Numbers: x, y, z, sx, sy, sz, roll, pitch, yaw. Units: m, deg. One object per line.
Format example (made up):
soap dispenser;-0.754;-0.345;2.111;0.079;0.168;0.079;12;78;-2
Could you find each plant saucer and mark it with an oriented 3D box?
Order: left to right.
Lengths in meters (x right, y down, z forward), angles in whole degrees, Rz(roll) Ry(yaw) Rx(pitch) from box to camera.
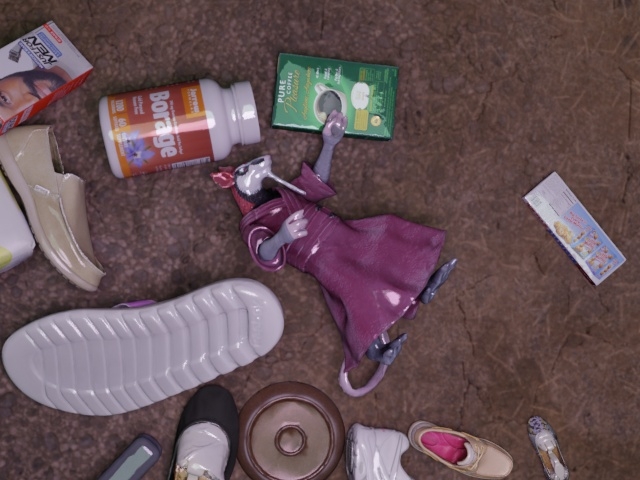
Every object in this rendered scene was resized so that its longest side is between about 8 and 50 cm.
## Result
plant saucer;-0.045;0.295;1.468;0.169;0.029;0.168;0;88;-7

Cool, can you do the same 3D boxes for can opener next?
can opener;-0.348;0.379;1.412;0.280;0.074;0.093;-42;92;-5

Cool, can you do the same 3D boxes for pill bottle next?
pill bottle;-0.200;-0.166;1.414;0.216;0.121;0.121;-12;90;-6

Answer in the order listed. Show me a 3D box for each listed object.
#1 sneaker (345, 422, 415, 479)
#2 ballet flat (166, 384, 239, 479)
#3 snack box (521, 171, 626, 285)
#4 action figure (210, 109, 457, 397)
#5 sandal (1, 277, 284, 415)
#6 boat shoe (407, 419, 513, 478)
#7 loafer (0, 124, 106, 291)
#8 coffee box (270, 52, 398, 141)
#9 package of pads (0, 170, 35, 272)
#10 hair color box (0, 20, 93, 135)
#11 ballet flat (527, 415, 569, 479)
sneaker;0.095;0.388;1.452;0.115;0.090;0.232;2;90;-9
ballet flat;-0.178;0.350;1.419;0.095;0.096;0.280;14;87;-4
snack box;0.391;-0.018;1.520;0.064;0.022;0.178;-40;93;-6
action figure;0.000;0.000;1.433;0.370;0.275;0.248;32;48;11
sandal;-0.247;0.148;1.415;0.417;0.102;0.169;-11;108;10
boat shoe;0.213;0.320;1.477;0.170;0.059;0.063;19;87;-5
loafer;-0.371;-0.053;1.404;0.092;0.102;0.268;-29;90;-2
coffee box;0.021;-0.213;1.477;0.184;0.040;0.113;4;88;-6
package of pads;-0.554;-0.065;1.353;0.229;0.101;0.296;-27;91;-30
hair color box;-0.416;-0.230;1.389;0.093;0.053;0.167;49;55;-3
ballet flat;0.350;0.322;1.502;0.041;0.041;0.114;-22;91;-6
